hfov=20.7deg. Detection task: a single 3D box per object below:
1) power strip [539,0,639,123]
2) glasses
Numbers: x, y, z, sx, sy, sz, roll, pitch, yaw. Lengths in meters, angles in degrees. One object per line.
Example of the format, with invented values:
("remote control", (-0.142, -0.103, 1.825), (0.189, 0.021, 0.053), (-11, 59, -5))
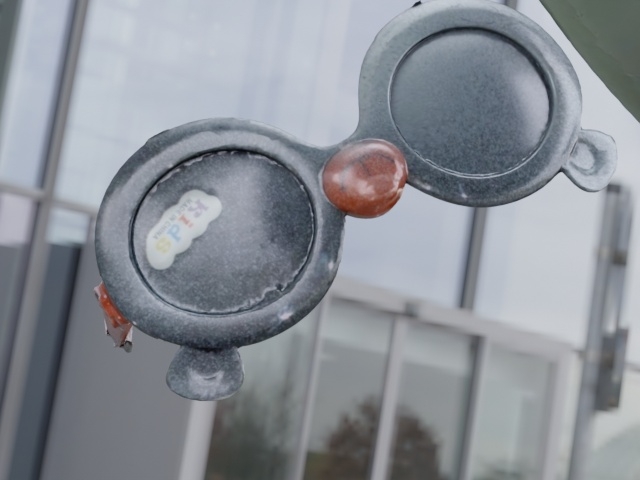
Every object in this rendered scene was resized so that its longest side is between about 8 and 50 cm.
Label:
("power strip", (0.148, -0.184, 0.540), (0.161, 0.358, 0.357), (-25, -27, 30))
("glasses", (0.000, 0.000, 0.854), (0.234, 0.118, 0.268), (-30, -8, -14))
